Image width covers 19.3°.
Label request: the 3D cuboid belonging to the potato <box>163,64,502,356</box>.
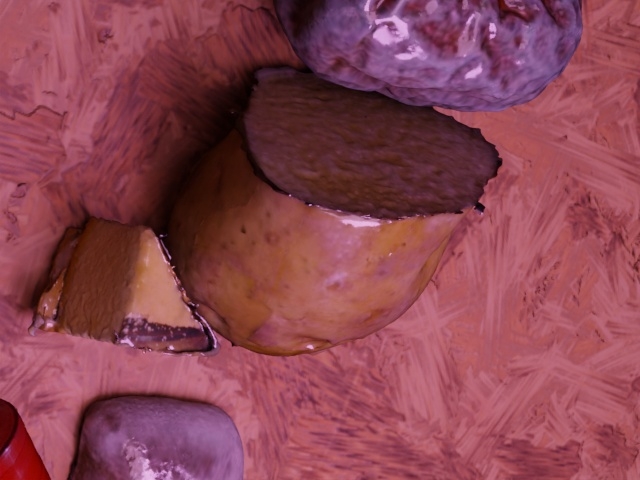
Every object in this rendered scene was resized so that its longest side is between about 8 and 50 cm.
[{"bbox_3d":[0.000,0.000,1.820,0.289,0.301,0.237,17,119,0],"label":"potato"}]

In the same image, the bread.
[{"bbox_3d":[-0.174,0.057,1.781,0.152,0.147,0.127,28,77,-38],"label":"bread"}]

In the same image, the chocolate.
[{"bbox_3d":[-0.168,0.309,1.881,0.185,0.100,0.303,8,97,-27],"label":"chocolate"}]

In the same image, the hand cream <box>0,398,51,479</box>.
[{"bbox_3d":[-0.337,0.241,1.709,0.193,0.193,0.125,-29,117,-20],"label":"hand cream"}]

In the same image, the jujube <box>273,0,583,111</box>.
[{"bbox_3d":[0.102,-0.238,1.807,0.317,0.226,0.226,9,99,-32],"label":"jujube"}]
